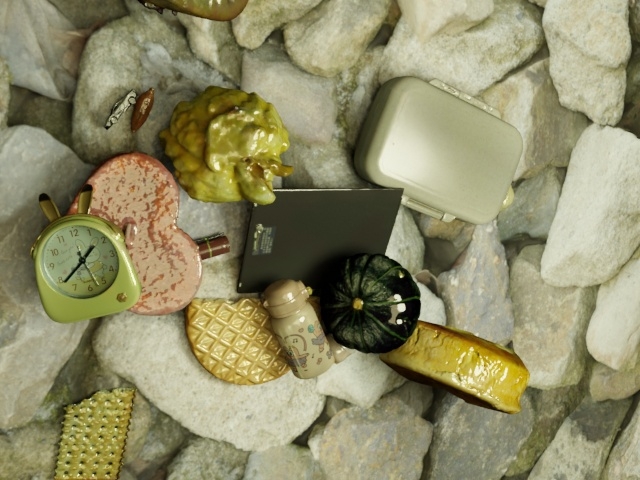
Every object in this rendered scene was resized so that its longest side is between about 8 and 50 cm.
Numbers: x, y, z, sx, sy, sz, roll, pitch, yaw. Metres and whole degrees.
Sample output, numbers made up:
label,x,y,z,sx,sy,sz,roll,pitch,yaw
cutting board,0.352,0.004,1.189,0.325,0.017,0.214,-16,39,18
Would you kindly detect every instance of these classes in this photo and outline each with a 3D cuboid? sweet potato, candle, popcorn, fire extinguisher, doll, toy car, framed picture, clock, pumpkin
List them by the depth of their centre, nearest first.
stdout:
label,x,y,z,sx,sy,sz,roll,pitch,yaw
clock,-0.418,0.022,1.379,0.170,0.069,0.232,-12,103,-2
candle,-0.378,-0.002,1.473,0.287,0.131,0.317,-16,98,-12
popcorn,-0.172,-0.180,1.491,0.266,0.192,0.233,39,68,14
toy car,-0.382,-0.249,1.491,0.025,0.041,0.093,43,79,-21
sweet potato,-0.345,-0.252,1.512,0.034,0.034,0.095,24,95,-26
fire extinguisher,-0.250,0.024,1.599,0.132,0.039,0.056,-17,98,-21
pumpkin,0.105,0.134,1.665,0.162,0.220,0.220,12,95,-65
framed picture,0.000,0.000,1.670,0.339,0.014,0.255,-2,124,-25
doll,0.044,0.238,1.763,0.127,0.073,0.084,-36,145,-12

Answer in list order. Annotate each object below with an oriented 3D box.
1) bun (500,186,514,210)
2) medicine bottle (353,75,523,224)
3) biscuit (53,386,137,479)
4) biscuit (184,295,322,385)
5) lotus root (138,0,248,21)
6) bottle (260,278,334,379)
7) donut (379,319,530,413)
label,x,y,z,sx,sy,sz,roll,pitch,yaw
bun,0.430,-0.110,1.886,0.086,0.055,0.086,-4,99,-23
medicine bottle,0.267,-0.196,1.756,0.375,0.123,0.282,20,90,-26
biscuit,-0.455,0.391,1.578,0.144,0.016,0.203,8,96,-26
biscuit,-0.140,0.212,1.679,0.309,0.040,0.204,1,100,-26
lotus root,-0.228,-0.576,1.419,0.390,0.111,0.375,-43,140,-25
bottle,-0.044,0.177,1.640,0.110,0.097,0.209,-26,111,-11
donut,0.306,0.270,1.755,0.330,0.330,0.160,31,79,-26
